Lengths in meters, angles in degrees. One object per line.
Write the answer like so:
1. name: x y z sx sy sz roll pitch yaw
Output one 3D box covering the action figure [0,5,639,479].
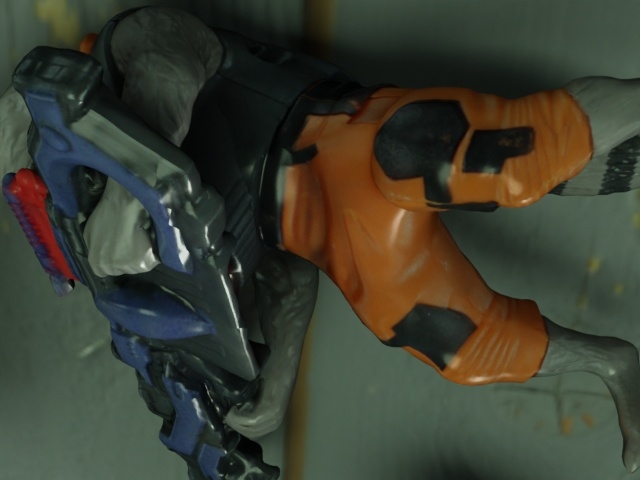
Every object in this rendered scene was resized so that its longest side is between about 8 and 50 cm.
1. action figure: 0.000 0.000 0.642 0.330 0.178 0.341 14 149 8
